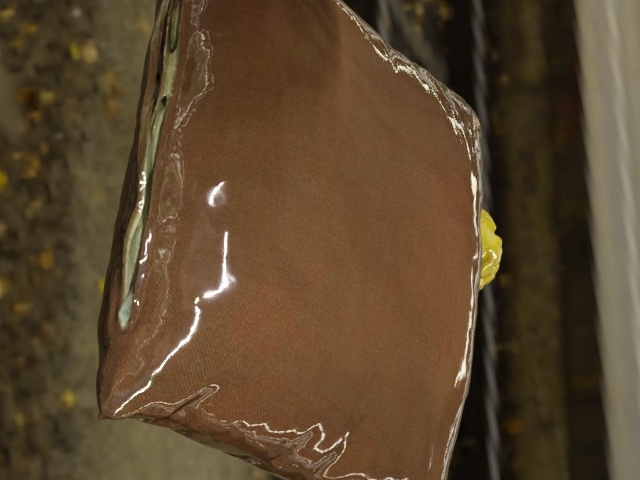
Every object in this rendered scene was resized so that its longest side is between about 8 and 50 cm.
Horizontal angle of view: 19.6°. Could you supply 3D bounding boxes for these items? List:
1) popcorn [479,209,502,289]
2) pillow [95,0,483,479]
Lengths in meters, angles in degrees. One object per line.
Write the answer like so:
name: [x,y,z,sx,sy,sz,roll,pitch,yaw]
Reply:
popcorn: [0.077,0.003,1.269,0.084,0.084,0.084,-11,90,-72]
pillow: [0.000,0.000,1.062,0.305,0.108,0.307,33,56,-46]
